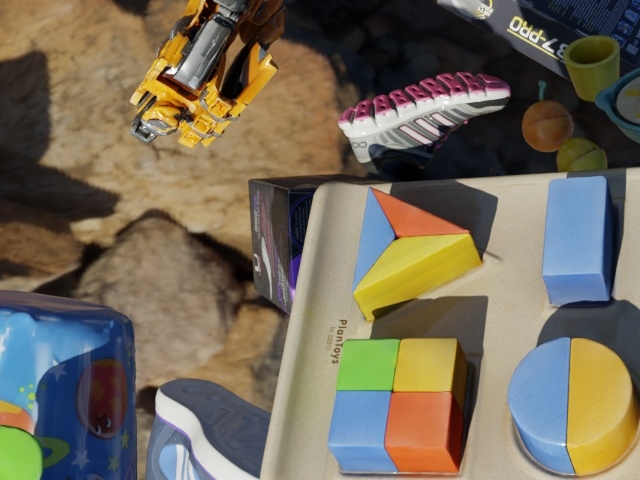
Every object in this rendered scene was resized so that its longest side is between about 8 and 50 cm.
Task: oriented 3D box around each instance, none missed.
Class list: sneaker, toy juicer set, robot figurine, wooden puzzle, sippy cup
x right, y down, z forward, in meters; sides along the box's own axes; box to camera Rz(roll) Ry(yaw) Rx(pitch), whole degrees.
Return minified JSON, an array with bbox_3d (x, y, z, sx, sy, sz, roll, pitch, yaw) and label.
[{"bbox_3d":[-0.117,0.327,1.654,0.130,0.323,0.236,-5,108,-31],"label":"sneaker"},{"bbox_3d":[0.370,-0.137,1.535,0.209,0.329,0.089,-40,132,-24],"label":"toy juicer set"},{"bbox_3d":[0.105,-0.111,1.315,0.170,0.063,0.075,-17,117,-5],"label":"sneaker"},{"bbox_3d":[-0.056,-0.197,1.088,0.085,0.211,0.291,31,68,-12],"label":"robot figurine"},{"bbox_3d":[0.139,0.067,1.059,0.080,0.347,0.322,68,27,-52],"label":"wooden puzzle"},{"bbox_3d":[-0.243,0.156,1.067,0.240,0.305,0.224,8,90,-44],"label":"sippy cup"}]

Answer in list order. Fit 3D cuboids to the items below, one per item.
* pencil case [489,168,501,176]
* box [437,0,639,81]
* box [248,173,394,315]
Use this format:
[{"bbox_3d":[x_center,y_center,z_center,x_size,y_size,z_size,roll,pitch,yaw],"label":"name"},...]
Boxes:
[{"bbox_3d":[0.196,-0.001,1.335,0.064,0.070,0.151,-46,122,5],"label":"pencil case"},{"bbox_3d":[0.390,-0.399,1.937,0.318,0.097,0.395,32,54,3],"label":"box"},{"bbox_3d":[0.000,0.000,1.785,0.143,0.270,0.165,-4,97,-14],"label":"box"}]
